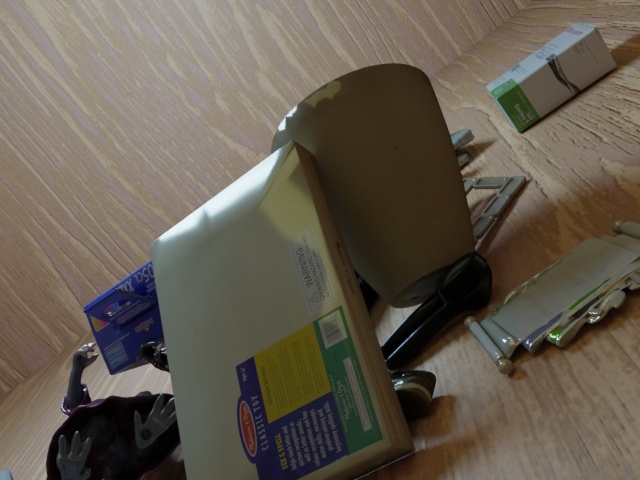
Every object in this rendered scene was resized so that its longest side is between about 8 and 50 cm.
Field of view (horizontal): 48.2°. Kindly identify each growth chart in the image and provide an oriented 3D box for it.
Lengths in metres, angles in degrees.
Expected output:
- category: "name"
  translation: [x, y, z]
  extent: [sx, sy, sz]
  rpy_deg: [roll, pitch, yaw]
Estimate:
- category: "growth chart"
  translation: [0.266, 0.055, 0.762]
  extent: [0.237, 0.021, 0.172]
  rpy_deg: [-36, 13, 10]

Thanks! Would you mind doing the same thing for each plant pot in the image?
- category: "plant pot"
  translation: [0.099, -0.055, 0.995]
  extent: [0.256, 0.274, 0.256]
  rpy_deg: [-21, -23, -9]

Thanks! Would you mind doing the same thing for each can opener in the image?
- category: "can opener"
  translation: [0.143, 0.090, 0.902]
  extent: [0.186, 0.073, 0.059]
  rpy_deg: [-45, 19, 10]

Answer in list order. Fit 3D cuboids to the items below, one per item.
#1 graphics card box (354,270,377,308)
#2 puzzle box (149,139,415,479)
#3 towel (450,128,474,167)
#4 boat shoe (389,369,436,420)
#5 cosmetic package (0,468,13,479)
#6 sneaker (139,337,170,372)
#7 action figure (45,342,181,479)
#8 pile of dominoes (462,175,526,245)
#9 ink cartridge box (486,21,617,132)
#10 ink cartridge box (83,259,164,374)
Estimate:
- category: "graphics card box"
  translation: [-0.017, 0.106, 1.204]
  extent: [0.232, 0.094, 0.371]
  rpy_deg: [-27, 16, 40]
- category: "puzzle box"
  translation: [-0.072, 0.110, 0.860]
  extent: [0.272, 0.052, 0.409]
  rpy_deg: [-32, 56, 23]
- category: "towel"
  translation: [0.178, -0.118, 1.590]
  extent: [0.324, 0.056, 0.312]
  rpy_deg: [-42, 10, -9]
- category: "boat shoe"
  translation: [0.069, 0.178, 0.816]
  extent: [0.152, 0.056, 0.049]
  rpy_deg: [-13, 22, 42]
- category: "cosmetic package"
  translation: [-0.496, 0.458, 0.949]
  extent: [0.230, 0.162, 0.453]
  rpy_deg: [-21, 2, -26]
- category: "sneaker"
  translation: [-0.230, 0.193, 1.127]
  extent: [0.157, 0.061, 0.064]
  rpy_deg: [5, -1, 41]
- category: "action figure"
  translation: [-0.306, 0.322, 1.161]
  extent: [0.370, 0.247, 0.276]
  rpy_deg: [145, 138, -70]
- category: "pile of dominoes"
  translation: [0.197, -0.022, 1.153]
  extent: [0.195, 0.040, 0.251]
  rpy_deg: [3, 37, 43]
- category: "ink cartridge box"
  translation: [0.453, -0.326, 1.420]
  extent: [0.219, 0.093, 0.160]
  rpy_deg: [-34, 14, 17]
- category: "ink cartridge box"
  translation: [-0.243, 0.115, 1.341]
  extent: [0.270, 0.151, 0.395]
  rpy_deg: [-31, -9, 31]
